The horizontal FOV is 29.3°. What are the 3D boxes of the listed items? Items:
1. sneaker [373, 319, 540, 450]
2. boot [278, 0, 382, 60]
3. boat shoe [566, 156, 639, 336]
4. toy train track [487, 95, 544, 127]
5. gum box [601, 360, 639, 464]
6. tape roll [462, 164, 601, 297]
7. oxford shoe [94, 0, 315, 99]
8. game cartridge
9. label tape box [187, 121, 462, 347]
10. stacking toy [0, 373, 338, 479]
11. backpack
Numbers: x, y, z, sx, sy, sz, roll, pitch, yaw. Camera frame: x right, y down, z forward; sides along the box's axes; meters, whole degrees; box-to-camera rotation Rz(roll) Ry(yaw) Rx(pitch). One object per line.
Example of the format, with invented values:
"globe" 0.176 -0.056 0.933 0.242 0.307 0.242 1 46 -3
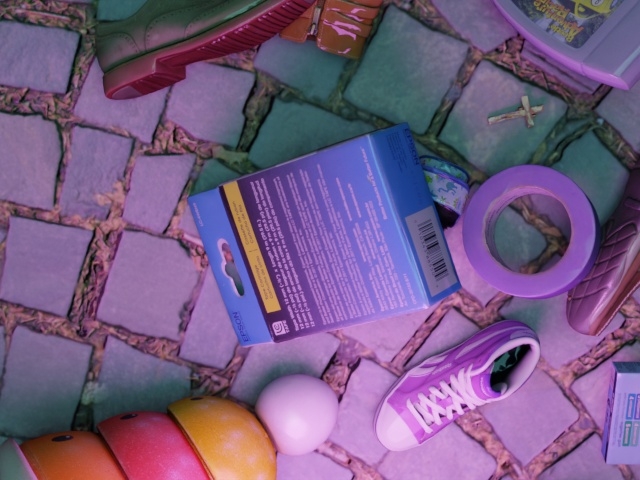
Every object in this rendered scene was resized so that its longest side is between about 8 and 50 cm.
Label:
"sneaker" 0.194 0.214 1.763 0.282 0.161 0.102 -39 95 4
"boot" 0.071 -0.360 1.716 0.283 0.109 0.220 16 105 15
"boat shoe" 0.474 0.005 1.771 0.116 0.123 0.324 27 101 -18
"toy train track" 0.288 -0.186 1.806 0.083 0.014 0.048 -13 101 6
"gum box" 0.516 0.255 1.804 0.184 0.041 0.157 1 113 0
"tape roll" 0.303 -0.011 1.755 0.189 0.080 0.189 -2 85 18
"oxford shoe" -0.170 -0.318 1.717 0.348 0.123 0.130 -21 83 13
"game cartridge" 0.364 -0.349 1.710 0.294 0.060 0.196 43 97 26
"label tape box" 0.000 0.000 1.749 0.348 0.115 0.249 -16 96 39
"stacking toy" -0.185 0.337 1.744 0.480 0.350 0.350 -29 94 -18
"backpack" 0.164 -0.074 1.762 0.105 0.114 0.084 22 81 -1
